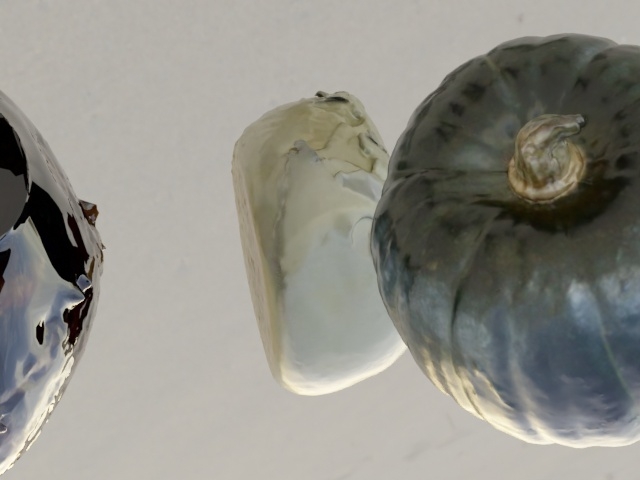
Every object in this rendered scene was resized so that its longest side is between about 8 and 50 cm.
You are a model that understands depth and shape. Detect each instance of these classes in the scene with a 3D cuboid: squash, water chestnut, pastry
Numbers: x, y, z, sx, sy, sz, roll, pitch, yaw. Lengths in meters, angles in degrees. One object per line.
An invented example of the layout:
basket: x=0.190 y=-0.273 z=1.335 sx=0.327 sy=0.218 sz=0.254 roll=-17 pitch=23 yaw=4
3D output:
squash: x=0.127 y=-0.004 z=0.604 sx=0.172 sy=0.218 sz=0.218 roll=25 pitch=132 yaw=-36
water chestnut: x=-0.306 y=0.059 z=0.855 sx=0.335 sy=0.335 sz=0.347 roll=-21 pitch=142 yaw=-11
pastry: x=0.000 y=0.000 z=1.001 sx=0.133 sy=0.265 sz=0.265 roll=-13 pitch=161 yaw=-6
